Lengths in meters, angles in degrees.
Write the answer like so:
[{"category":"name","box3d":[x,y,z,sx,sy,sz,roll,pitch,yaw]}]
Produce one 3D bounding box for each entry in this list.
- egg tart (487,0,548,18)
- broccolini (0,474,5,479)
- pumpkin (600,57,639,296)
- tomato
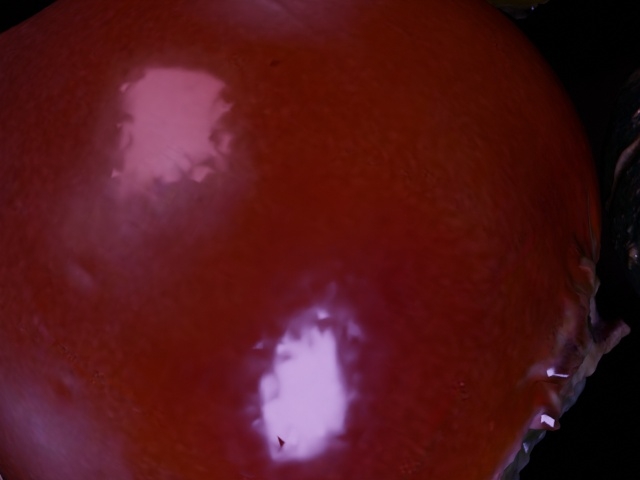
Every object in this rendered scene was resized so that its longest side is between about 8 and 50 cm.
[{"category":"egg tart","box3d":[0.142,-0.249,1.085,0.315,0.120,0.315,-24,37,20]},{"category":"broccolini","box3d":[-0.224,0.206,0.994,0.123,0.062,0.272,-28,39,31]},{"category":"pumpkin","box3d":[0.218,-0.031,0.757,0.190,0.146,0.190,-7,63,14]},{"category":"tomato","box3d":[-0.029,0.013,0.769,0.321,0.321,0.322,-24,39,21]}]
